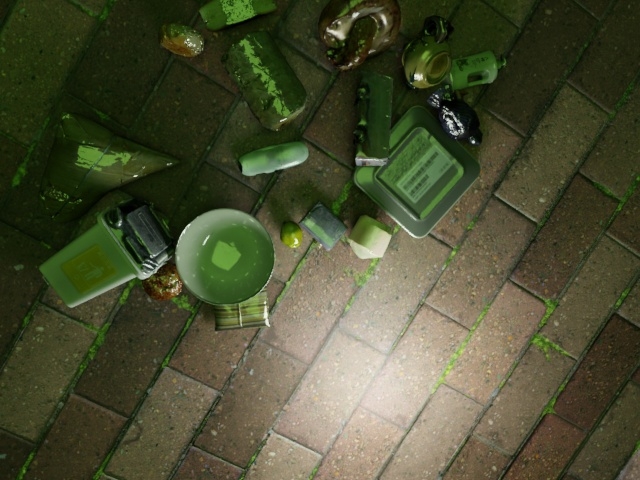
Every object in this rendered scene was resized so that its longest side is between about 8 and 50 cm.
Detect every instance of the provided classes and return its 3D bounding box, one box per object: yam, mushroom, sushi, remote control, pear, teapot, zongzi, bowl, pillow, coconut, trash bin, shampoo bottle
[{"bbox_3d":[-0.175,-0.523,1.612,0.195,0.195,0.300,-32,101,-1],"label":"yam"},{"bbox_3d":[0.117,-0.707,1.609,0.263,0.195,0.283,25,102,-47],"label":"mushroom"},{"bbox_3d":[0.408,-0.731,1.698,0.098,0.094,0.084,26,98,-16],"label":"sushi"},{"bbox_3d":[-0.167,-0.291,1.724,0.256,0.045,0.098,-17,101,-2],"label":"remote control"},{"bbox_3d":[-0.108,-0.023,1.761,0.092,0.092,0.097,-12,59,-5],"label":"pear"},{"bbox_3d":[0.351,-0.637,1.656,0.173,0.182,0.270,-18,138,-27],"label":"teapot"},{"bbox_3d":[0.000,0.000,1.809,0.101,0.019,0.049,41,93,-11],"label":"mushroom"},{"bbox_3d":[-0.710,-0.191,1.615,0.392,0.174,0.356,22,101,-17],"label":"zongzi"},{"bbox_3d":[-0.330,0.045,1.705,0.337,0.157,0.337,-1,99,-8],"label":"bowl"},{"bbox_3d":[-0.296,0.232,1.794,0.208,0.052,0.212,-5,99,-8],"label":"pillow"},{"bbox_3d":[0.177,-0.005,1.768,0.147,0.147,0.153,25,94,-11],"label":"coconut"},{"bbox_3d":[-0.705,0.042,1.627,0.367,0.296,0.256,-29,104,13],"label":"trash bin"},{"bbox_3d":[0.557,-0.613,1.738,0.234,0.087,0.118,-16,98,-4],"label":"shampoo bottle"}]

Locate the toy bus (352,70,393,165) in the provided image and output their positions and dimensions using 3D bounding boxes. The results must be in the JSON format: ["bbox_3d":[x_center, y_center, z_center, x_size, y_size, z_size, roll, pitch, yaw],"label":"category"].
[{"bbox_3d":[0.182,-0.421,1.673,0.137,0.112,0.317,4,87,6],"label":"toy bus"}]

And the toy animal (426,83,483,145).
[{"bbox_3d":[0.483,-0.440,1.694,0.122,0.298,0.186,-21,69,31],"label":"toy animal"}]

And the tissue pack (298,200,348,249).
[{"bbox_3d":[0.011,-0.054,1.775,0.156,0.051,0.112,43,77,-10],"label":"tissue pack"}]

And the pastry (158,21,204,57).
[{"bbox_3d":[-0.454,-0.655,1.575,0.153,0.153,0.081,16,94,-10],"label":"pastry"}]

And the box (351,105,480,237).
[{"bbox_3d":[0.351,-0.249,1.776,0.373,0.090,0.367,40,92,-13],"label":"box"}]

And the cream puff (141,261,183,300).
[{"bbox_3d":[-0.566,0.147,1.730,0.149,0.084,0.149,-2,101,-9],"label":"cream puff"}]

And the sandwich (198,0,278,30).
[{"bbox_3d":[-0.273,-0.771,1.605,0.258,0.096,0.094,-19,107,-1],"label":"sandwich"}]
